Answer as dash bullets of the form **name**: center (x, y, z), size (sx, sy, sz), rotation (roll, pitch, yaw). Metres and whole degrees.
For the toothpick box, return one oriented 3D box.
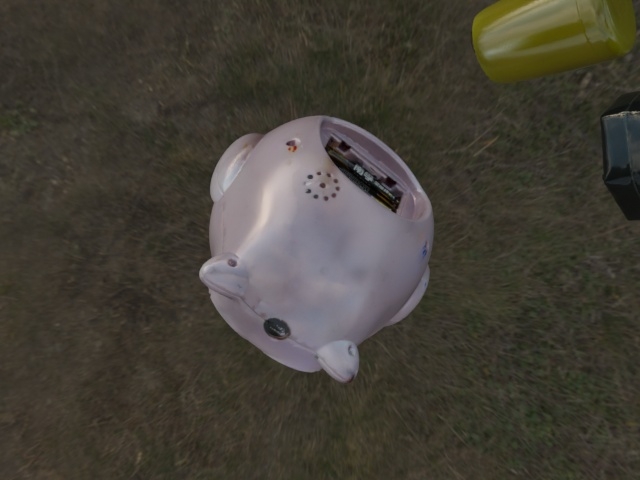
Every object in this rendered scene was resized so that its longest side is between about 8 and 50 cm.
- **toothpick box**: center (0.411, -0.381, 1.785), size (0.271, 0.175, 0.175), rotation (-13, 86, 37)

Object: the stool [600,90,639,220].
- **stool**: center (0.579, -0.150, 1.700), size (0.141, 0.232, 0.232), rotation (-7, 86, 38)

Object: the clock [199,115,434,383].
- **clock**: center (0.000, 0.000, 1.435), size (0.368, 0.377, 0.250), rotation (37, 125, -10)
